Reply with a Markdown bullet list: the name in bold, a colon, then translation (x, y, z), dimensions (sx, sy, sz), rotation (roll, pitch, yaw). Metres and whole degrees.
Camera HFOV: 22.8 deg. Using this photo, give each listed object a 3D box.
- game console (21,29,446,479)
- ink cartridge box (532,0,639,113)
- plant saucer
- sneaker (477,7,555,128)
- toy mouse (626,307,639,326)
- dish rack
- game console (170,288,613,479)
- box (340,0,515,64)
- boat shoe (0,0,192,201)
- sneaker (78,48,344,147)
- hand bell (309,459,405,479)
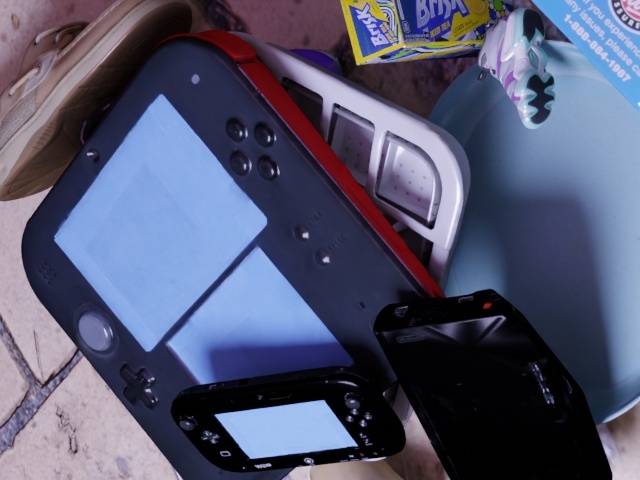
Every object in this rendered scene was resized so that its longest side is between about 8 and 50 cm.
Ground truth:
- **game console**: translation (-0.094, 0.037, 1.401), dimensions (0.342, 0.060, 0.386), rotation (53, 133, 10)
- **ink cartridge box**: translation (0.285, -0.326, 1.091), dimensions (0.285, 0.166, 0.395), rotation (48, 124, 9)
- **plant saucer**: translation (0.190, -0.004, 1.299), dimensions (0.317, 0.044, 0.317), rotation (8, 100, 48)
- **sneaker**: translation (0.151, -0.132, 1.275), dimensions (0.069, 0.038, 0.098), rotation (-15, 73, 50)
- **toy mouse**: translation (0.292, 0.072, 1.259), dimensions (0.161, 0.031, 0.143), rotation (36, 117, 31)
- **dish rack**: translation (0.000, 0.000, 1.391), dimensions (0.285, 0.072, 0.333), rotation (29, 124, 28)
- **game console**: translation (0.047, 0.153, 1.309), dimensions (0.361, 0.044, 0.213), rotation (-10, 122, 30)
- **box**: translation (0.093, -0.180, 1.297), dimensions (0.054, 0.169, 0.059), rotation (-16, 86, 40)
- **boat shoe**: translation (-0.260, -0.168, 1.623), dimensions (0.341, 0.122, 0.110), rotation (-39, 73, 38)
- **sneaker**: translation (-0.113, -0.110, 1.493), dimensions (0.293, 0.146, 0.102), rotation (-11, 90, 40)
- **hand bell**: translation (0.003, 0.170, 1.482), dimensions (0.126, 0.126, 0.242), rotation (-49, 55, 33)
